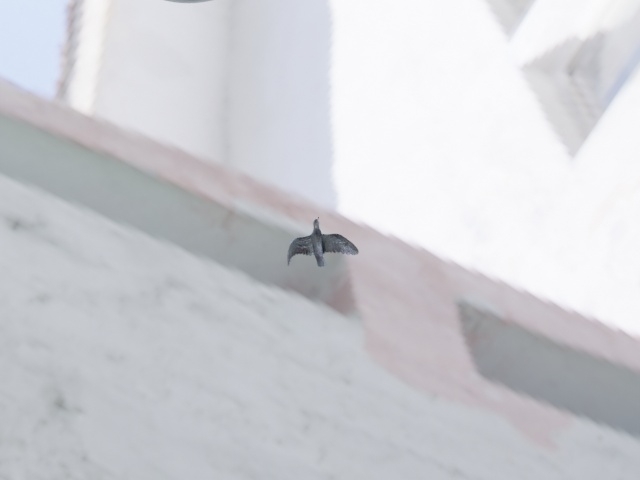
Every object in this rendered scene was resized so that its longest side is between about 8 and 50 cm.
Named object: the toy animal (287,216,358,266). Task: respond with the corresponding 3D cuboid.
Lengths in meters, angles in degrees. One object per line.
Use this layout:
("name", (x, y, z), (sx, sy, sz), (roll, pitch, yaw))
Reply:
("toy animal", (0.000, 0.000, 1.883), (0.028, 0.084, 0.050), (39, -135, -58))

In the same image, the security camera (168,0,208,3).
("security camera", (-0.122, -0.323, 1.555), (0.194, 0.236, 0.194), (-2, 172, 0))
